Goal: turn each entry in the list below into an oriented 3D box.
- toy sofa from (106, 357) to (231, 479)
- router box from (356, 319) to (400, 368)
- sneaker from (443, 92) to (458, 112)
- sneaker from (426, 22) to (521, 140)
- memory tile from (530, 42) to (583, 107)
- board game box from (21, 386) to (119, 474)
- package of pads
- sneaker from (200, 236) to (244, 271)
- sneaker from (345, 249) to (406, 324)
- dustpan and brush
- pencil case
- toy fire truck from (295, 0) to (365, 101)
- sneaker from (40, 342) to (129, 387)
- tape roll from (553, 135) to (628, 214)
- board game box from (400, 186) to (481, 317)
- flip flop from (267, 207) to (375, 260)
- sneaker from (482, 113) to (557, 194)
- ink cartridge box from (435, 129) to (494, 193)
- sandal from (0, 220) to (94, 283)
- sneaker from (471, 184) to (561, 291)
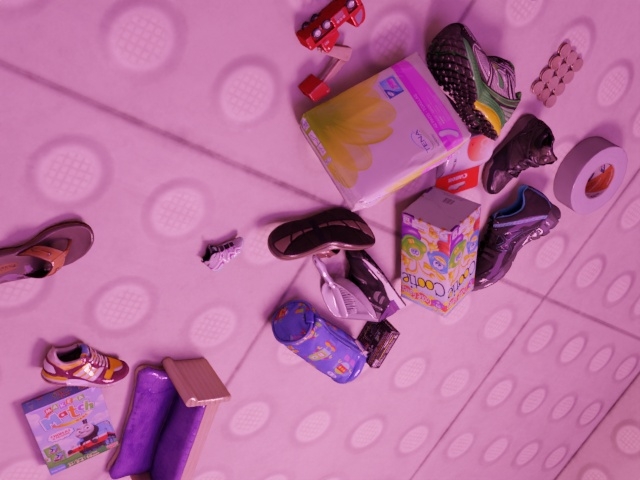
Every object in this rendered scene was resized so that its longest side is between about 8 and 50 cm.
[{"bbox_3d":[-0.358,0.458,1.716,0.177,0.150,0.362,3,119,-38],"label":"toy sofa"},{"bbox_3d":[0.149,0.268,1.981,0.038,0.092,0.122,14,112,-41],"label":"router box"},{"bbox_3d":[0.189,-0.234,1.637,0.267,0.106,0.101,-44,138,2],"label":"sneaker"},{"bbox_3d":[0.350,-0.376,1.653,0.146,0.134,0.343,-54,143,-4],"label":"sneaker"},{"bbox_3d":[0.597,-0.416,1.863,0.113,0.012,0.148,25,105,-43],"label":"memory tile"},{"bbox_3d":[-0.546,0.408,1.624,0.160,0.039,0.211,-21,130,-22],"label":"board game box"},{"bbox_3d":[0.136,-0.219,1.525,0.297,0.229,0.101,-30,175,-13],"label":"package of pads"},{"bbox_3d":[-0.214,0.020,1.579,0.098,0.038,0.069,-47,136,2],"label":"sneaker"},{"bbox_3d":[0.114,0.126,1.849,0.124,0.107,0.283,-38,136,0],"label":"sneaker"},{"bbox_3d":[0.040,0.119,1.798,0.060,0.147,0.211,-34,109,-35],"label":"dustpan and brush"},{"bbox_3d":[0.008,0.258,1.850,0.133,0.119,0.306,-24,140,21],"label":"pencil case"},{"bbox_3d":[0.021,-0.382,1.450,0.192,0.047,0.135,-42,136,-4],"label":"toy fire truck"},{"bbox_3d":[-0.481,0.257,1.538,0.186,0.069,0.083,4,123,-38],"label":"sneaker"},{"bbox_3d":[0.775,-0.185,2.115,0.219,0.072,0.219,-18,130,-23],"label":"tape roll"},{"bbox_3d":[0.298,0.030,1.854,0.142,0.144,0.275,-39,139,-35],"label":"board game box"},{"bbox_3d":[0.000,0.000,1.683,0.277,0.112,0.080,-13,153,-31],"label":"flip flop"},{"bbox_3d":[0.510,-0.200,1.876,0.087,0.130,0.227,24,107,-42],"label":"sneaker"},{"bbox_3d":[0.358,-0.186,1.837,0.145,0.045,0.179,-18,127,-24],"label":"ink cartridge box"},{"bbox_3d":[-0.520,0.034,1.355,0.219,0.060,0.090,-19,130,-23],"label":"sandal"},{"bbox_3d":[0.493,-0.006,2.037,0.140,0.125,0.341,42,96,-19],"label":"sneaker"}]
